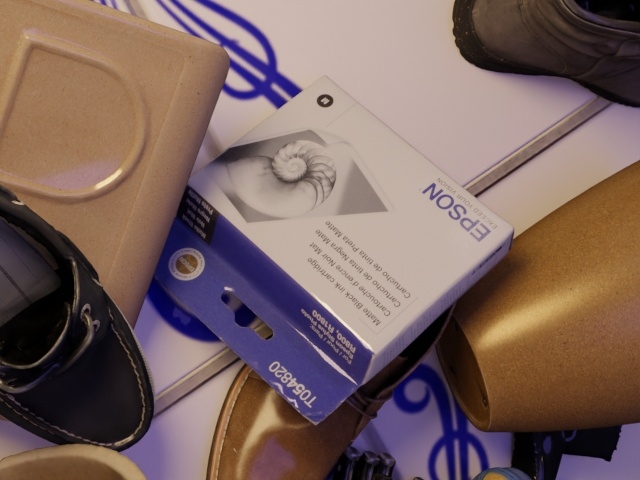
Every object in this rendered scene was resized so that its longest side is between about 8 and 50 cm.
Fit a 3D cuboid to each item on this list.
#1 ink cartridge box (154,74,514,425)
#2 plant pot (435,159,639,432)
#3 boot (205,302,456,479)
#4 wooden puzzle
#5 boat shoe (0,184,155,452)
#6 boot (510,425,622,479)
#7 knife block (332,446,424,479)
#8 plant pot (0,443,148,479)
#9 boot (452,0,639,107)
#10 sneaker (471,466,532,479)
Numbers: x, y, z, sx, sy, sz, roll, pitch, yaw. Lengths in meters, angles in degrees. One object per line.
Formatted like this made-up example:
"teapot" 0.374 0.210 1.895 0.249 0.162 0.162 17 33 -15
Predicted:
"ink cartridge box" 0.000 0.000 1.223 0.223 0.045 0.224 40 68 21
"plant pot" 0.235 0.066 1.323 0.254 0.237 0.237 -19 99 -13
"boot" 0.011 0.119 1.262 0.112 0.115 0.305 37 76 -23
"wooden puzzle" -0.271 -0.042 1.110 0.347 0.080 0.322 15 102 -30
"boat shoe" -0.215 0.046 1.056 0.127 0.113 0.340 -35 120 -10
"boot" 0.227 0.191 1.405 0.099 0.045 0.121 4 85 -26
"knife block" 0.023 0.323 1.282 0.275 0.088 0.242 -34 103 -22
"plant pot" -0.182 0.368 1.079 0.334 0.334 0.305 -42 118 -20
"boot" 0.305 -0.184 1.342 0.338 0.222 0.118 -2 90 -26
"sneaker" 0.214 0.318 1.376 0.131 0.112 0.297 -31 112 -32
